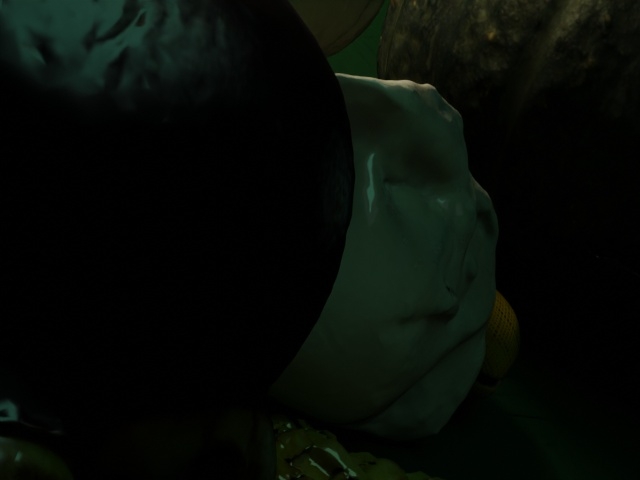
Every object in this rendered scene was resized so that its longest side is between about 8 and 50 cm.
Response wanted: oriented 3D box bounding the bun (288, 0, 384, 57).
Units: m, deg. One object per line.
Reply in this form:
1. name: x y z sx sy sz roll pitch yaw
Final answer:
1. bun: -0.138 -0.173 0.887 0.361 0.213 0.361 32 25 -16

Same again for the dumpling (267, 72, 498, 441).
1. dumpling: 0.014 0.002 0.838 0.229 0.151 0.124 42 6 -42

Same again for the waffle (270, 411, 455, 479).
1. waffle: 0.003 0.153 0.726 0.245 0.052 0.254 18 32 -31

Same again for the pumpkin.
1. pumpkin: 0.194 -0.088 1.090 0.327 0.257 0.291 38 14 2

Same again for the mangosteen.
1. mangosteen: -0.129 0.003 0.626 0.287 0.287 0.233 18 5 -33

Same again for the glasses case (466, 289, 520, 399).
1. glasses case: 0.000 0.000 0.942 0.234 0.064 0.079 33 21 -6
